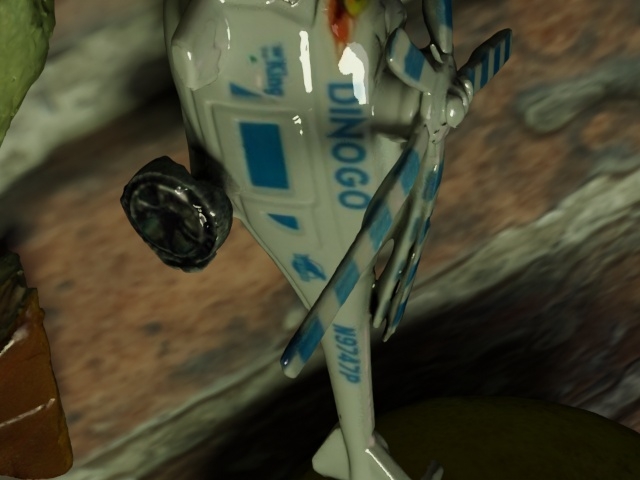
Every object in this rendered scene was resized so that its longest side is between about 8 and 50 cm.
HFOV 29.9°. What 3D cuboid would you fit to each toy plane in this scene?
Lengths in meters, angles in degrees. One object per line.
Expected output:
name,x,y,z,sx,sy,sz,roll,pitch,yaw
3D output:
toy plane,0.004,-0.005,0.425,0.273,0.107,0.182,71,35,-52

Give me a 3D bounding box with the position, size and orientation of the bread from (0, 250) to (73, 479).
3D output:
bread,-0.128,0.055,0.448,0.062,0.043,0.109,-18,141,-21

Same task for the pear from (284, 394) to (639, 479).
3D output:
pear,0.083,0.201,0.587,0.307,0.253,0.253,-19,140,-31

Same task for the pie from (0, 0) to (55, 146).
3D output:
pie,-0.222,-0.034,0.270,0.323,0.070,0.323,-17,136,-17
